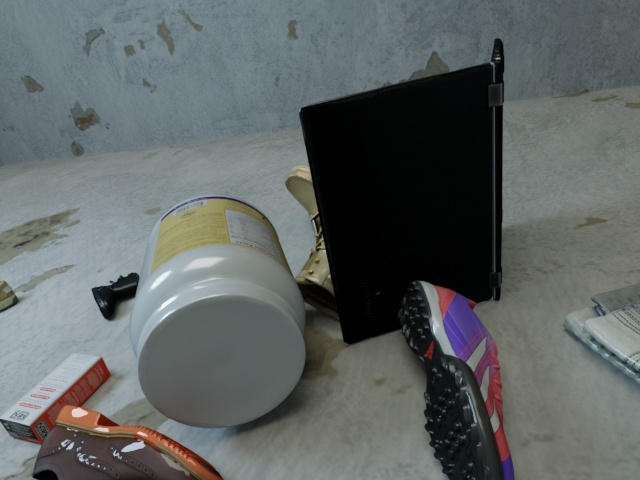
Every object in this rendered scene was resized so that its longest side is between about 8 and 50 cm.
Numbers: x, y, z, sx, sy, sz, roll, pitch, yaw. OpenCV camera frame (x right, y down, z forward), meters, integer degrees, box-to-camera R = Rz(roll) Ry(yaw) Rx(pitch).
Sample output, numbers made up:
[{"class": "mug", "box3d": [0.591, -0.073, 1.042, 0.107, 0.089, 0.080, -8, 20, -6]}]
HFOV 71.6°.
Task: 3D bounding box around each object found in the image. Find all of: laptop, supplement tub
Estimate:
[{"class": "laptop", "box3d": [0.181, -0.094, 0.744, 0.236, 0.382, 0.408, 1, 30, 22]}, {"class": "supplement tub", "box3d": [-0.156, 0.086, 0.685, 0.240, 0.241, 0.331, -16, 28, -8]}]

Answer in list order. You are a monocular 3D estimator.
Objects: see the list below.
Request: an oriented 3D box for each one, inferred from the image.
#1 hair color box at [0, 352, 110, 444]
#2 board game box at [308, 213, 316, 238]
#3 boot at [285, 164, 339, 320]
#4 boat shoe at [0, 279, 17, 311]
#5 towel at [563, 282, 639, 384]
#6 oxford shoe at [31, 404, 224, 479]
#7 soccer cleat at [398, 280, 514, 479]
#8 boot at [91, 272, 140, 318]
[{"class": "hair color box", "box3d": [-0.413, 0.243, 0.699, 0.071, 0.043, 0.141, 1, 28, 22]}, {"class": "board game box", "box3d": [0.085, -0.066, 1.047, 0.223, 0.098, 0.303, -13, 26, -2]}, {"class": "boot", "box3d": [0.000, 0.000, 0.805, 0.203, 0.262, 0.095, -49, 3, -33]}, {"class": "boat shoe", "box3d": [-0.796, 0.150, 0.993, 0.068, 0.072, 0.190, 13, 36, 39]}, {"class": "towel", "box3d": [0.532, 0.129, 0.541, 0.312, 0.056, 0.324, -17, 27, -10]}, {"class": "oxford shoe", "box3d": [-0.236, 0.279, 0.535, 0.271, 0.097, 0.098, 0, 48, 29]}, {"class": "soccer cleat", "box3d": [0.187, 0.169, 0.558, 0.116, 0.109, 0.318, 10, 31, -9]}, {"class": "boot", "box3d": [-0.432, 0.115, 0.958, 0.099, 0.045, 0.121, -20, 29, -29]}]
